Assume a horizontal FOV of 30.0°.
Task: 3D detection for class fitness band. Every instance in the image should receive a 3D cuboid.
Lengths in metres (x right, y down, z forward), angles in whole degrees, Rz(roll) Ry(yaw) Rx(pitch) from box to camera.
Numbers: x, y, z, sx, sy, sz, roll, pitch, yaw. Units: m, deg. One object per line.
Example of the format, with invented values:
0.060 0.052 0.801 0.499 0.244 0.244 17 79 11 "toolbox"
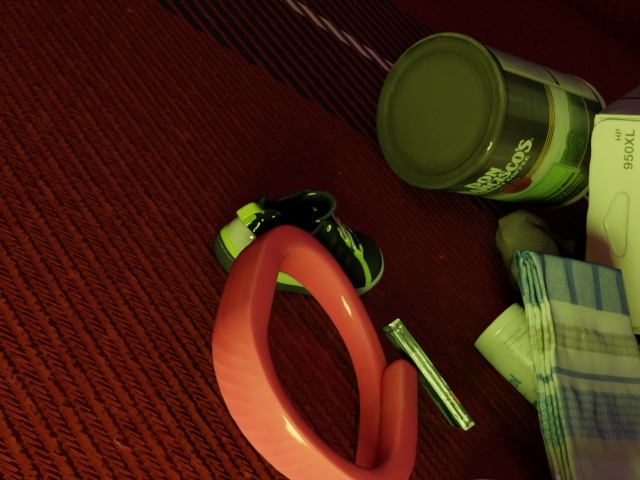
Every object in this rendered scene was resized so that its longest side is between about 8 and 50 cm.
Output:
-0.002 0.104 1.016 0.209 0.054 0.291 45 23 -19 "fitness band"

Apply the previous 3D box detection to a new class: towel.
0.292 0.152 1.254 0.209 0.034 0.285 11 64 -44 "towel"

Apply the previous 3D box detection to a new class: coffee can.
0.239 -0.155 1.618 0.275 0.201 0.202 7 40 -47 "coffee can"

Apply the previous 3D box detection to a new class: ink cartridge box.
0.488 -0.057 1.654 0.166 0.286 0.395 5 15 24 "ink cartridge box"

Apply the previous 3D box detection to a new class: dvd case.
0.100 0.127 1.133 0.119 0.013 0.087 55 -5 3 "dvd case"

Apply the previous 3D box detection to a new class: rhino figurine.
0.276 0.048 1.490 0.106 0.073 0.243 31 28 -23 "rhino figurine"

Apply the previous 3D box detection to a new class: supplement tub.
0.228 0.128 1.302 0.107 0.071 0.071 45 27 14 "supplement tub"

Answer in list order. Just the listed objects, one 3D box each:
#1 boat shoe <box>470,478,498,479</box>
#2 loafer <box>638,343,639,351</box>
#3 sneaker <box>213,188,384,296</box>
0.192 0.276 1.018 0.206 0.075 0.065 36 23 -15 "boat shoe"
0.479 0.221 1.438 0.268 0.102 0.092 50 22 20 "loafer"
0.000 0.000 1.186 0.234 0.097 0.084 3 43 -50 "sneaker"
